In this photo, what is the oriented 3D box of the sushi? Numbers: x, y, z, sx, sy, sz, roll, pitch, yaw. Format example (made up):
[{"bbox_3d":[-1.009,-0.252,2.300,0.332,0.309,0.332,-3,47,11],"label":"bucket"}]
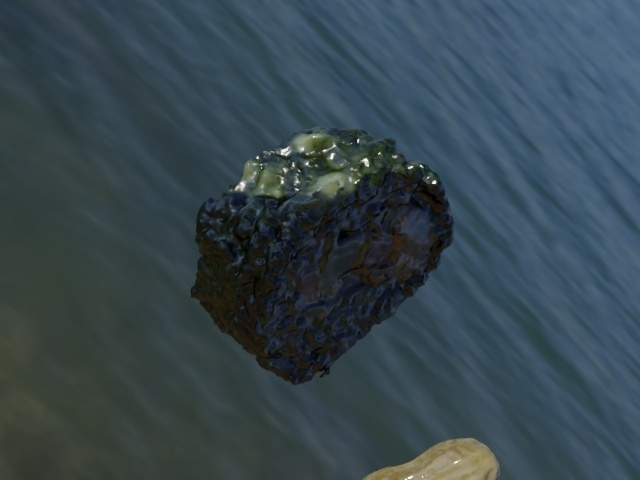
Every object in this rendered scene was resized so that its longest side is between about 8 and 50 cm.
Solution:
[{"bbox_3d":[0.000,0.000,1.685,0.178,0.352,0.294,37,-26,36],"label":"sushi"}]

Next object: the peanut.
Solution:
[{"bbox_3d":[0.068,0.170,0.854,0.054,0.113,0.054,-23,90,-80],"label":"peanut"}]
